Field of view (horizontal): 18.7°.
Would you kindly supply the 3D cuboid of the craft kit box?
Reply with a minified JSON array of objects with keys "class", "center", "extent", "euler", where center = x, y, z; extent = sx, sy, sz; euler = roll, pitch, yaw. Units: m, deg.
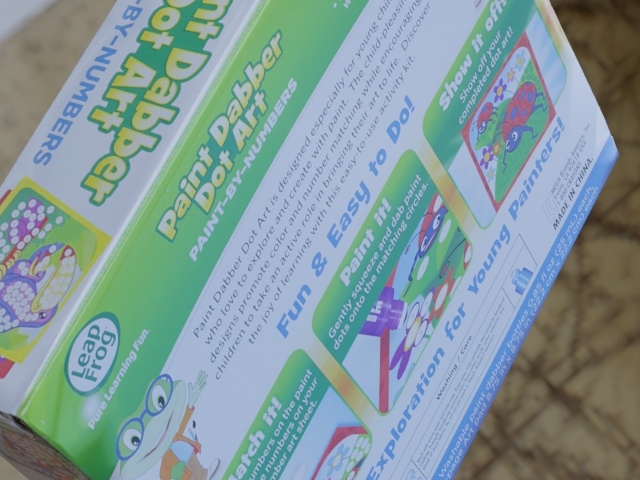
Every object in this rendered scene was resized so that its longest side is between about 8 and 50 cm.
[{"class":"craft kit box","center":[0.000,0.000,0.657],"extent":[0.061,0.250,0.247],"euler":[18,-22,30]}]
